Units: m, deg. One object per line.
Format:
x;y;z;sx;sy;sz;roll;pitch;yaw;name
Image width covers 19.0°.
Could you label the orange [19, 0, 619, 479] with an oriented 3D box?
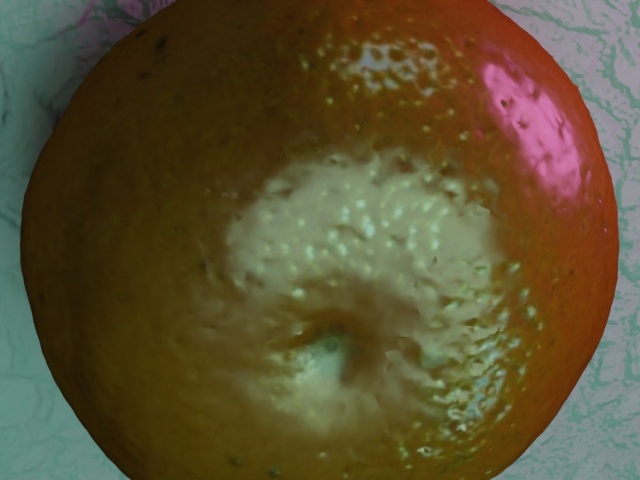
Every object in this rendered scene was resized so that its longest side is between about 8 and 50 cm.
0.000;0.000;1.356;0.424;0.326;0.424;-1;113;-2;orange
